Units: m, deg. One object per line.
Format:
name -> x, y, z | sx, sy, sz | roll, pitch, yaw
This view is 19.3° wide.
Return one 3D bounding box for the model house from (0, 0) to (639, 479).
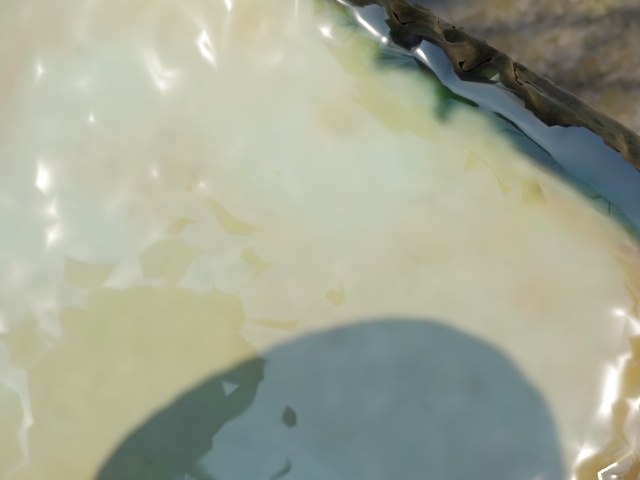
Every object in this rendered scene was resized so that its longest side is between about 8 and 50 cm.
model house -> 0.000, 0.000, 1.146 | 0.400, 0.445, 0.395 | -47, 162, -74
